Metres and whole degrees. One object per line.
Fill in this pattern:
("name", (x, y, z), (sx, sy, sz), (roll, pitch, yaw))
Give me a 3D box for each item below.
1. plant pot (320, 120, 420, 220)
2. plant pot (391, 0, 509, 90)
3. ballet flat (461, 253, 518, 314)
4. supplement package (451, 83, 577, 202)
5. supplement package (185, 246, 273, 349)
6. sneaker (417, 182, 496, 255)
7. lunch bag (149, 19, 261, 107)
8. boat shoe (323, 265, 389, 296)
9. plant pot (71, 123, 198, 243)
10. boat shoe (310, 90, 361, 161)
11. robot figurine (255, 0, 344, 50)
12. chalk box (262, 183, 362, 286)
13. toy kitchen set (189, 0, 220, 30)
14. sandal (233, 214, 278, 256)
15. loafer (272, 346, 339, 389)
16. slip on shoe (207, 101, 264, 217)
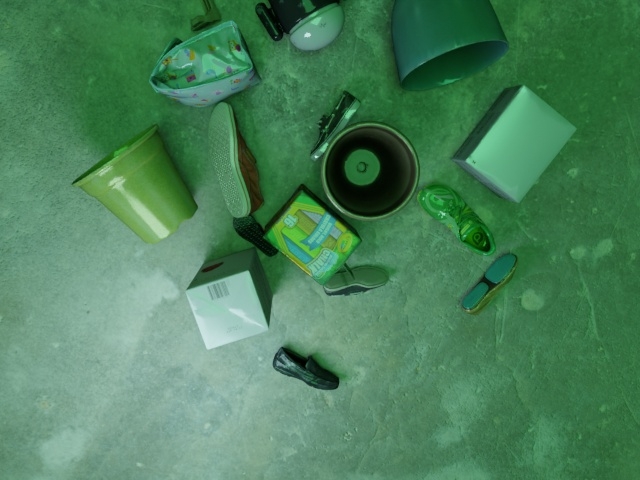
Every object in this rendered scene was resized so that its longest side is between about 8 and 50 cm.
("plant pot", (0.123, -0.198, 1.543), (0.262, 0.229, 0.263), (-1, 101, -4))
("plant pot", (0.319, -0.568, 1.467), (0.292, 0.293, 0.235), (-16, 86, 0))
("ballet flat", (0.533, 0.139, 1.720), (0.232, 0.080, 0.073), (-47, 127, 8))
("supplement package", (0.552, -0.277, 1.595), (0.204, 0.145, 0.262), (36, 97, -9))
("supplement package", (-0.246, 0.150, 1.557), (0.177, 0.293, 0.175), (-18, 102, 0))
("sneaker", (0.417, -0.064, 1.638), (0.295, 0.123, 0.109), (39, 97, -9))
("lunch bag", (-0.310, -0.453, 1.476), (0.262, 0.223, 0.160), (-22, 95, 3))
("boat shoe", (0.108, 0.132, 1.703), (0.206, 0.075, 0.065), (-8, 144, -7))
("plant pot", (-0.485, -0.138, 1.527), (0.276, 0.276, 0.254), (-34, 112, 3))
("boat shoe", (0.027, -0.330, 1.595), (0.070, 0.078, 0.219), (36, 89, -10))
("robot figurine", (-0.049, -0.650, 1.482), (0.209, 0.173, 0.278), (-19, 105, 45))
("chalk box", (0.000, 0.000, 1.602), (0.289, 0.180, 0.179), (39, 97, -10))
("toy kitchen set", (-0.337, -0.627, 1.523), (0.068, 0.083, 0.075), (-11, 105, 41))
("sandal", (-0.197, -0.021, 1.662), (0.067, 0.040, 0.179), (-39, 115, 10))
("loafer", (-0.039, 0.401, 1.726), (0.223, 0.076, 0.078), (23, 106, -3))
("slip on shoe", (-0.241, -0.232, 1.590), (0.101, 0.123, 0.332), (-17, 93, -44))
